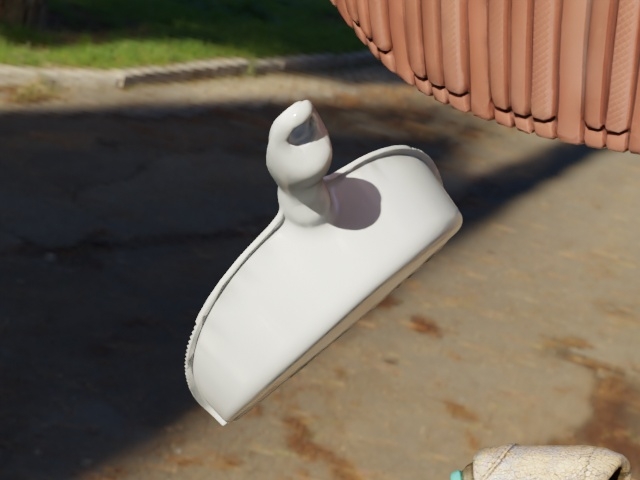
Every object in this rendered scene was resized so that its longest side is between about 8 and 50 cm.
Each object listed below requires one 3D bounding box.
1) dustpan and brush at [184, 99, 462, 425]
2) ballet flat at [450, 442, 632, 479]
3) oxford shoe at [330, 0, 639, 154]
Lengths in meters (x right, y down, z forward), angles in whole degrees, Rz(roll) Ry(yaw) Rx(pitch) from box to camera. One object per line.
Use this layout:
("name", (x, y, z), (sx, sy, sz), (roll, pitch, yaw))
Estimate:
("dustpan and brush", (0.000, 0.000, 0.483), (0.060, 0.147, 0.211), (49, -11, 6))
("ballet flat", (0.126, 0.226, 0.530), (0.106, 0.107, 0.316), (-11, 56, 9))
("oxford shoe", (0.050, -0.171, 0.499), (0.146, 0.140, 0.397), (-24, 48, -26))
